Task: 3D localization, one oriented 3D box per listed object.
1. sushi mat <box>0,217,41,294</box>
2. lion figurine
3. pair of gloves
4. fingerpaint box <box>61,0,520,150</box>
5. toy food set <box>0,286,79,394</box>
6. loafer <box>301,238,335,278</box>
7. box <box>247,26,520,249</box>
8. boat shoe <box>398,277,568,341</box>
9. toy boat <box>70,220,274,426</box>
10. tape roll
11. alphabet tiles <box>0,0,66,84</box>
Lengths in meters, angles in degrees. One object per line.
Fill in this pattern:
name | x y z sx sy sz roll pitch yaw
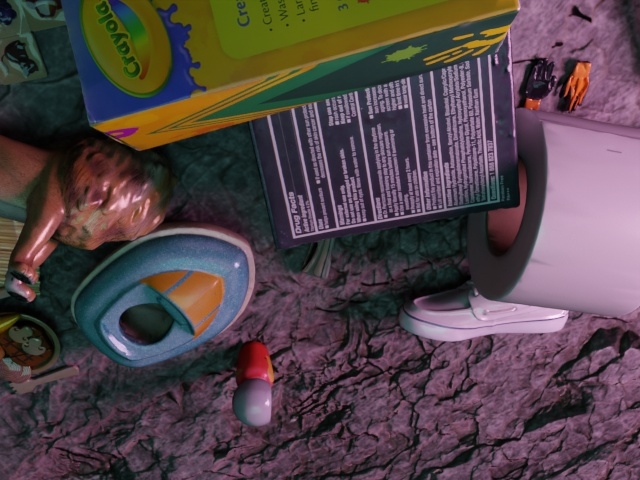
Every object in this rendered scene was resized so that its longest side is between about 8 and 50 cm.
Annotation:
sushi mat | -0.540 0.005 1.146 0.317 0.019 0.151 4 122 -7
lion figurine | -0.388 -0.073 1.030 0.392 0.240 0.142 24 152 -5
pair of gloves | 0.308 -0.201 1.106 0.083 0.010 0.074 4 122 -5
fingerpaint box | -0.065 -0.347 0.774 0.371 0.163 0.444 -15 87 3
toy food set | -0.443 0.157 1.226 0.132 0.038 0.192 -19 126 10
loafer | 0.000 0.000 1.182 0.039 0.045 0.125 8 123 -2
box | 0.061 -0.178 0.994 0.294 0.182 0.296 -10 121 1
boat shoe | 0.239 0.085 1.236 0.258 0.095 0.084 -4 118 -15
toy boat | -0.168 0.123 1.178 0.267 0.148 0.318 -34 118 15
tape roll | 0.306 -0.033 1.071 0.169 0.246 0.246 9 120 -11
alphabet tiles | -0.448 -0.328 0.957 0.285 0.011 0.342 -11 122 1
